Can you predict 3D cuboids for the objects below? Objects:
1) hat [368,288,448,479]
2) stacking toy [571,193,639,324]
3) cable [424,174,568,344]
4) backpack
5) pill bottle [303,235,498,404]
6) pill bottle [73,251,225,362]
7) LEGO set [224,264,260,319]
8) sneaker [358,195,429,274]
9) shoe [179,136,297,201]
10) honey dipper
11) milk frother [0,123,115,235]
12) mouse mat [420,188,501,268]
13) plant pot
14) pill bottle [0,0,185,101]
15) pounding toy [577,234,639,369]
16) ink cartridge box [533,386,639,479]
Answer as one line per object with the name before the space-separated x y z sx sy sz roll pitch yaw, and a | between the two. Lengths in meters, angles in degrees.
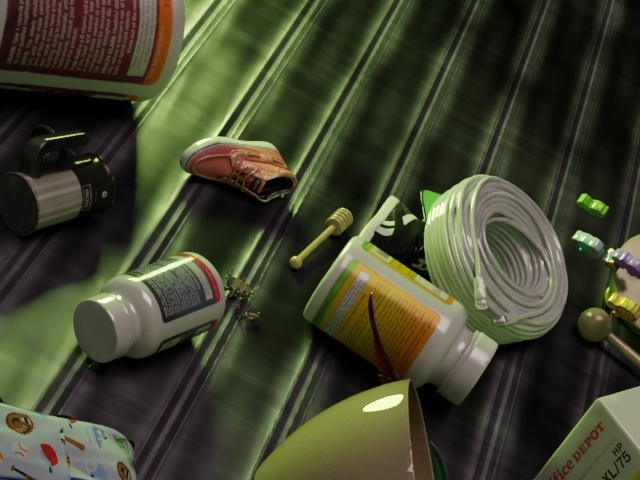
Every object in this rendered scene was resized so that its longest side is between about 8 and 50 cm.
hat | 0.107 0.218 1.923 0.208 0.184 0.173 25 37 -7
stacking toy | 0.440 0.020 2.358 0.221 0.052 0.167 25 70 42
cable | 0.264 0.030 2.281 0.257 0.089 0.257 11 58 -44
backpack | -0.301 0.281 1.517 0.263 0.276 0.213 6 47 -39
pill bottle | 0.112 0.114 2.088 0.245 0.136 0.136 34 36 4
pill bottle | -0.215 0.086 1.918 0.108 0.108 0.180 46 39 20
LEGO set | -0.110 0.075 2.084 0.054 0.023 0.083 13 53 -19
sneaker | 0.113 0.019 2.250 0.121 0.079 0.217 34 36 3
shoe | -0.116 -0.102 2.245 0.178 0.063 0.081 -3 42 -43
honey dipper | 0.000 0.000 2.238 0.030 0.030 0.160 36 39 7
milk frother | -0.371 -0.084 2.038 0.143 0.129 0.134 2 14 42
mouse mat | 0.231 -0.002 2.419 0.152 0.007 0.190 18 37 -17
plant pot | 0.029 0.309 1.730 0.190 0.284 0.284 -8 40 6
pill bottle | -0.409 -0.323 2.167 0.392 0.224 0.224 3 44 -33
pounding toy | 0.506 0.108 2.424 0.183 0.110 0.237 38 63 -1
ink cartridge box | 0.452 0.348 1.999 0.197 0.198 0.270 -7 50 -39
